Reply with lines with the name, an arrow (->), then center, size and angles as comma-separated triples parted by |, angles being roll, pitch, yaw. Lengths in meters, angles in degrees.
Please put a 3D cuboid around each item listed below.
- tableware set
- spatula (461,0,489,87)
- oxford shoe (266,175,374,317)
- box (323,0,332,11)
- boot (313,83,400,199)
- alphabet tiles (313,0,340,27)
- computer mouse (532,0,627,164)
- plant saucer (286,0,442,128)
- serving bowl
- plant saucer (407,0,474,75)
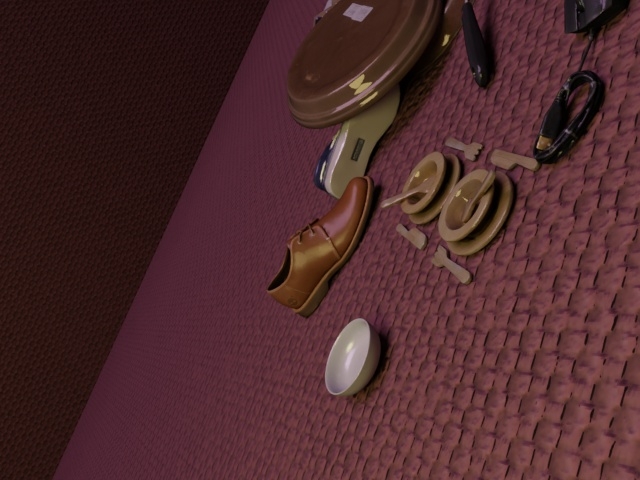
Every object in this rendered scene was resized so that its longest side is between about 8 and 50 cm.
tableware set -> 0.123, -0.046, 0.641 | 0.128, 0.039, 0.194 | -61, 20, 8
spatula -> 0.186, -0.295, 0.773 | 0.084, 0.030, 0.296 | 66, -154, -56
oxford shoe -> 0.000, 0.000, 0.849 | 0.212, 0.076, 0.076 | -59, 18, 8
box -> 0.058, -0.385, 1.145 | 0.102, 0.101, 0.087 | 1, 66, 67
boot -> 0.045, -0.155, 0.932 | 0.189, 0.069, 0.086 | -63, 25, 3
alphabet tiles -> 0.063, -0.382, 1.034 | 0.198, 0.009, 0.237 | -21, 52, 36
computer mouse -> 0.222, -0.178, 0.555 | 0.071, 0.041, 0.242 | -14, 53, 64
plant saucer -> 0.048, -0.283, 0.922 | 0.278, 0.041, 0.277 | -30, 39, 28
serving bowl -> 0.038, 0.124, 0.662 | 0.083, 0.027, 0.083 | -50, 24, 32
plant saucer -> 0.159, -0.317, 0.911 | 0.168, 0.029, 0.168 | -50, 24, 33
